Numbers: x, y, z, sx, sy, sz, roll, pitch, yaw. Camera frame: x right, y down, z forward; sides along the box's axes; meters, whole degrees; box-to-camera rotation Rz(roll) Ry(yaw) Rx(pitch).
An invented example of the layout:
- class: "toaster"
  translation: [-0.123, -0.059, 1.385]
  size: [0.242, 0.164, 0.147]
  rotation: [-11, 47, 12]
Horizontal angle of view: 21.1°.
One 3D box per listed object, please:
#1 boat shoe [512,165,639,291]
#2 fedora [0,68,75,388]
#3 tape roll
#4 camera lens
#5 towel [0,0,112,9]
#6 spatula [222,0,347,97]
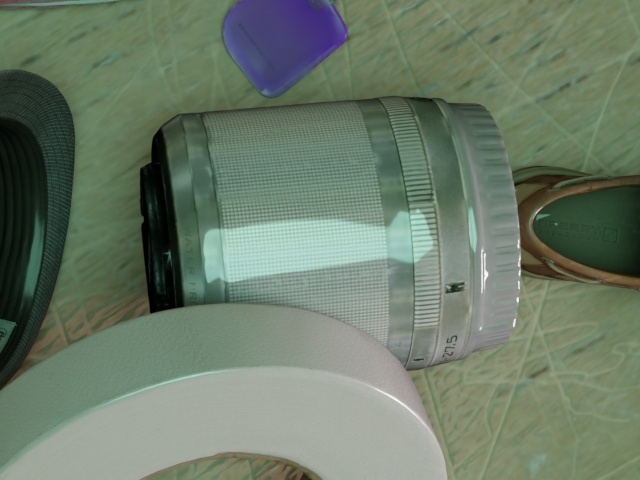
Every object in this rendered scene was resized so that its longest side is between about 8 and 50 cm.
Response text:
- class: "boat shoe"
  translation: [0.303, -0.003, 1.458]
  size: [0.324, 0.116, 0.123]
  rotation: [-1, 94, -9]
- class: "fedora"
  translation: [-0.303, -0.005, 1.340]
  size: [0.124, 0.244, 0.275]
  rotation: [11, 96, 20]
- class: "tape roll"
  translation: [-0.096, 0.206, 1.312]
  size: [0.392, 0.072, 0.392]
  rotation: [-10, 135, -10]
- class: "camera lens"
  translation: [0.000, 0.000, 1.360]
  size: [0.274, 0.219, 0.219]
  rotation: [-6, 94, -8]
- class: "towel"
  translation: [-0.210, -0.280, 1.369]
  size: [0.144, 0.029, 0.197]
  rotation: [-6, 122, -7]
- class: "spatula"
  translation: [0.046, -0.240, 1.448]
  size: [0.296, 0.030, 0.084]
  rotation: [-40, 101, -5]
